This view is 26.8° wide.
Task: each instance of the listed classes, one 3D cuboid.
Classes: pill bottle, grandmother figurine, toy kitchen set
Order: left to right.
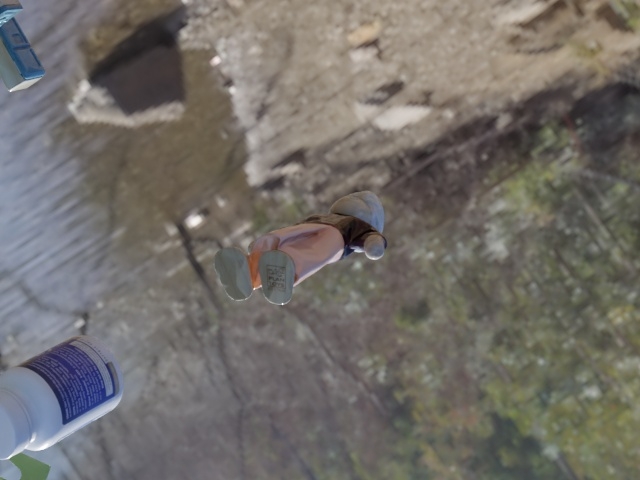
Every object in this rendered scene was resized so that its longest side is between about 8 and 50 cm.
[{"bbox_3d":[-0.440,-0.292,1.883,0.166,0.122,0.207,-28,-178,25],"label":"toy kitchen set"},{"bbox_3d":[-0.351,0.202,1.710,0.112,0.112,0.186,-38,174,37],"label":"pill bottle"},{"bbox_3d":[0.000,0.000,1.907,0.207,0.104,0.342,13,-159,23],"label":"grandmother figurine"}]

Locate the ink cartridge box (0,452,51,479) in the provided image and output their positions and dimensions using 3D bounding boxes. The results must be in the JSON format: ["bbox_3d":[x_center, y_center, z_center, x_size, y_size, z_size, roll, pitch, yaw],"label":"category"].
[{"bbox_3d":[-0.516,0.415,1.982,0.056,0.171,0.235,31,78,-61],"label":"ink cartridge box"}]
